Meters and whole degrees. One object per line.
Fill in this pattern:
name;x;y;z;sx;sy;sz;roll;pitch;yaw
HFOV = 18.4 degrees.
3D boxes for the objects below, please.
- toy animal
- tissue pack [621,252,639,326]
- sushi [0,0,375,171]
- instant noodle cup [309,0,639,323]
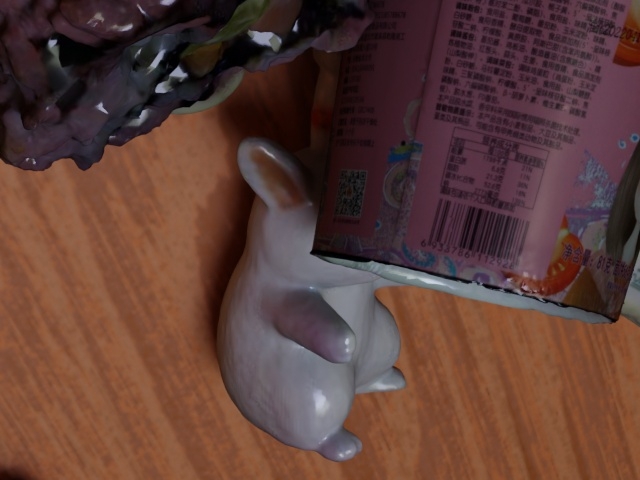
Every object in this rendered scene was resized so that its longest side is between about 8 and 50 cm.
toy animal;0.010;0.012;1.323;0.140;0.138;0.282;-40;151;-49
tissue pack;0.318;-0.105;1.379;0.297;0.207;0.380;29;105;-41
sushi;-0.085;-0.156;1.088;0.270;0.171;0.236;-27;160;-16
instant noodle cup;0.114;-0.080;1.195;0.243;0.243;0.231;15;87;-38
